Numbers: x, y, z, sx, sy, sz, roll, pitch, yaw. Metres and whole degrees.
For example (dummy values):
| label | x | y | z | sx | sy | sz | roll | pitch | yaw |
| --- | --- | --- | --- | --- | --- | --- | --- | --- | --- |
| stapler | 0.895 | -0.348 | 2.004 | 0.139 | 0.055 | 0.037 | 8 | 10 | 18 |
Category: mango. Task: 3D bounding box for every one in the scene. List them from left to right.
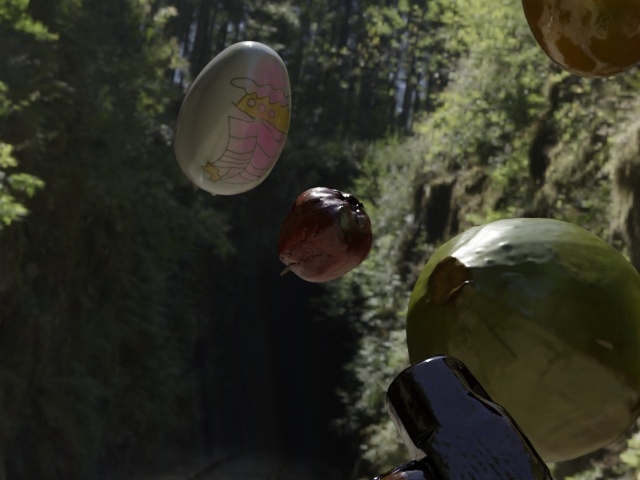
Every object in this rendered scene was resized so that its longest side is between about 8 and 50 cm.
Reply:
| label | x | y | z | sx | sy | sz | roll | pitch | yaw |
| --- | --- | --- | --- | --- | --- | --- | --- | --- | --- |
| mango | 0.294 | -0.260 | 1.019 | 0.139 | 0.176 | 0.254 | -8 | 13 | 40 |

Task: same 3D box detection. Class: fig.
| label | x | y | z | sx | sy | sz | roll | pitch | yaw |
| --- | --- | --- | --- | --- | --- | --- | --- | --- | --- |
| fig | 0.258 | 0.119 | 1.240 | 0.343 | 0.344 | 0.343 | 9 | -10 | 2 |

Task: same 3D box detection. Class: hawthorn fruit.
| label | x | y | z | sx | sy | sz | roll | pitch | yaw |
| --- | --- | --- | --- | --- | --- | --- | --- | --- | --- |
| hawthorn fruit | 0.000 | 0.000 | 1.487 | 0.148 | 0.172 | 0.148 | 37 | 15 | -12 |

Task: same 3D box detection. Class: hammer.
| label | x | y | z | sx | sy | sz | roll | pitch | yaw |
| --- | --- | --- | --- | --- | --- | --- | --- | --- | --- |
| hammer | -0.002 | 0.246 | 0.790 | 0.408 | 0.242 | 0.095 | -15 | -46 | -13 |

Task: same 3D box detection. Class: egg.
| label | x | y | z | sx | sy | sz | roll | pitch | yaw |
| --- | --- | --- | --- | --- | --- | --- | --- | --- | --- |
| egg | -0.146 | -0.210 | 1.663 | 0.196 | 0.271 | 0.196 | 32 | 16 | -11 |
